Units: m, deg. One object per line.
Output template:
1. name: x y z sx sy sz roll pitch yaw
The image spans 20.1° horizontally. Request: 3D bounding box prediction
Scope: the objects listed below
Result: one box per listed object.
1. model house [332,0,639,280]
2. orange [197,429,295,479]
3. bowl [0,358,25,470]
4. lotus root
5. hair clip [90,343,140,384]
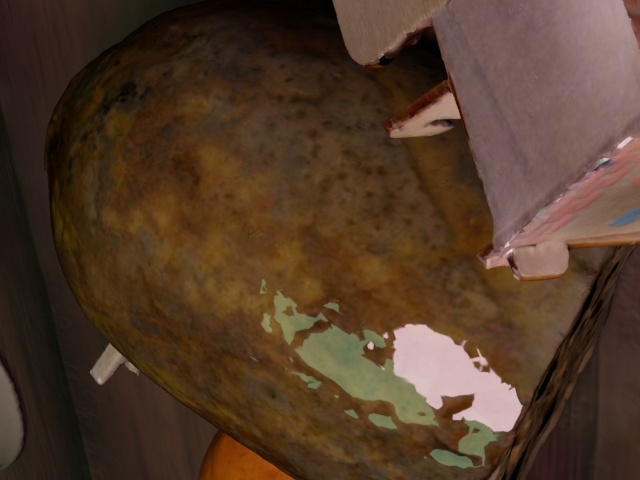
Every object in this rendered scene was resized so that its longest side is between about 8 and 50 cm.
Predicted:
1. model house: 0.139 -0.154 0.780 0.169 0.244 0.326 -34 68 52
2. orange: 0.028 0.195 1.260 0.240 0.171 0.240 13 130 16
3. bowl: -0.451 0.134 1.660 0.337 0.157 0.337 25 140 23
4. lotus root: 0.000 0.000 1.039 0.346 0.250 0.250 31 143 20
5. hair clip: -0.117 0.044 1.348 0.062 0.056 0.214 51 138 16
